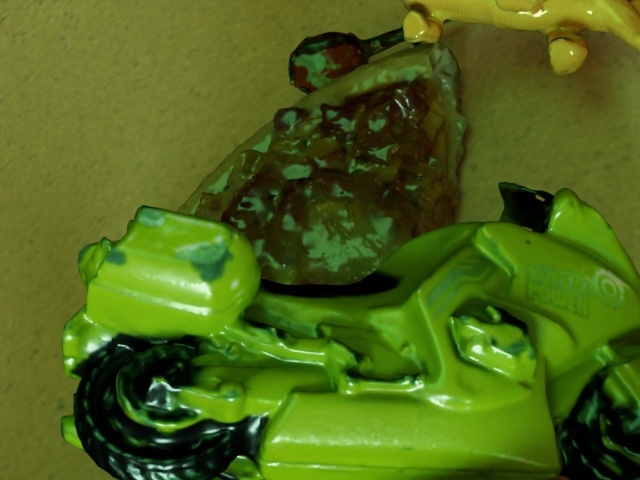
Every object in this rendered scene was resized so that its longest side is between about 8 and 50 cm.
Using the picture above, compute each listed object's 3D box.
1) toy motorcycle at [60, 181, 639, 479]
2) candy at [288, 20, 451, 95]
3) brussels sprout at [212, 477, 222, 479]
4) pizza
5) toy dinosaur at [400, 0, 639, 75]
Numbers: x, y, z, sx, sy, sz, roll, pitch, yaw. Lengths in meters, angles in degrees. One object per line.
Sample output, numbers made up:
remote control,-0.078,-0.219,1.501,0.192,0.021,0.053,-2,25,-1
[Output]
toy motorcycle,0.040,0.051,0.912,0.342,0.142,0.206,4,37,-4
candy,0.065,-0.140,1.170,0.185,0.049,0.055,-20,38,6
brussels sprout,-0.051,0.153,0.991,0.139,0.100,0.181,-52,52,6
pizza,0.000,0.000,1.075,0.289,0.081,0.229,-39,48,-2
toy dinosaur,0.139,-0.152,1.094,0.288,0.070,0.117,17,34,14
